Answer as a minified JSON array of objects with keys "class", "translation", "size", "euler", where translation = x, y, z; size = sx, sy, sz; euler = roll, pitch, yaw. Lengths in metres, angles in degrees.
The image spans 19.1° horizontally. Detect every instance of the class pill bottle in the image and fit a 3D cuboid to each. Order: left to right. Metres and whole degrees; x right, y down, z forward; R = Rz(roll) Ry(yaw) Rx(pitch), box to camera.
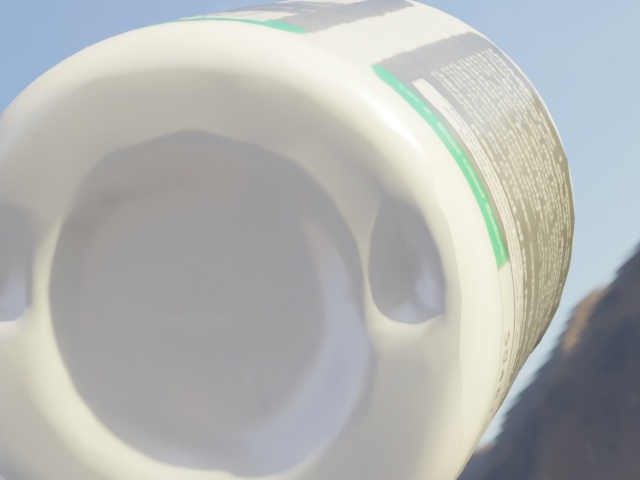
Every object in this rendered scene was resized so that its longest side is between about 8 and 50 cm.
[{"class":"pill bottle","translation":[0.000,0.000,0.802],"size":[0.204,0.204,0.361],"euler":[-44,-3,17]}]
